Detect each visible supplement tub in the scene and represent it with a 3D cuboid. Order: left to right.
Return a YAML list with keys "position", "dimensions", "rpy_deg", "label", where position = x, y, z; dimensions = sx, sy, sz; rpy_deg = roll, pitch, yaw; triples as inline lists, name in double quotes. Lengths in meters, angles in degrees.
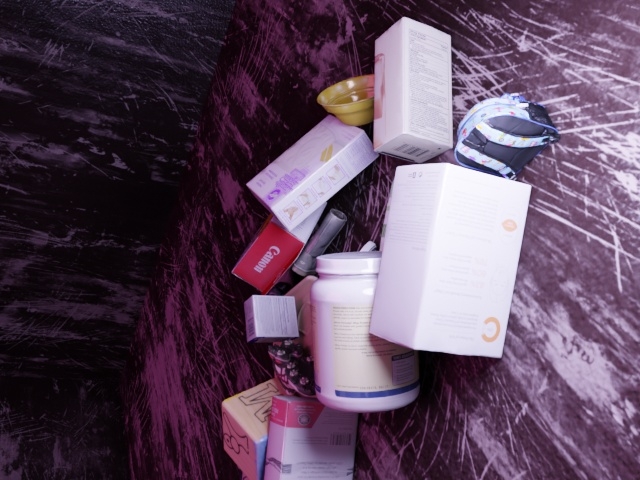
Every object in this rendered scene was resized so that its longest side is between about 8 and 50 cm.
- position: [0.097, 0.193, 1.429]
  dimensions: [0.235, 0.236, 0.324]
  rpy_deg: [4, 98, 63]
  label: "supplement tub"

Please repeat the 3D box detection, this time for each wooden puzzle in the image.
- position: [-0.047, 0.319, 1.905]
  dimensions: [0.322, 0.081, 0.347]
  rpy_deg: [-43, 50, 50]
  label: "wooden puzzle"

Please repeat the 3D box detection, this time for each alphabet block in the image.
- position: [-0.146, 0.537, 1.800]
  dimensions: [0.197, 0.194, 0.192]
  rpy_deg: [33, 129, 45]
  label: "alphabet block"

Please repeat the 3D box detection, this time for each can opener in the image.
- position: [-0.162, 0.178, 2.202]
  dimensions: [0.059, 0.073, 0.186]
  rpy_deg: [62, 158, -12]
  label: "can opener"

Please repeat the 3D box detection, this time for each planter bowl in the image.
- position: [0.106, -0.375, 1.770]
  dimensions: [0.217, 0.217, 0.090]
  rpy_deg: [44, 155, 58]
  label: "planter bowl"

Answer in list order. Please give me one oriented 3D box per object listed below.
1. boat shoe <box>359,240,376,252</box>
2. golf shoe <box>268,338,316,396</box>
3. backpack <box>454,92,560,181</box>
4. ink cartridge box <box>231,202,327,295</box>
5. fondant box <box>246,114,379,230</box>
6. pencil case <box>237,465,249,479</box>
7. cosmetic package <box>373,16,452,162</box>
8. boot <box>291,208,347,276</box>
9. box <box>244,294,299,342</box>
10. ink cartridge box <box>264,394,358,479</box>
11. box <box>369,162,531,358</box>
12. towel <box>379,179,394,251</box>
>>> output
- position: [0.104, 0.110, 1.681]
  dimensions: [0.219, 0.070, 0.078]
  rpy_deg: [-63, -17, -5]
  label: "boat shoe"
- position: [-0.056, 0.370, 1.755]
  dimensions: [0.273, 0.105, 0.120]
  rpy_deg: [-148, 49, -64]
  label: "golf shoe"
- position: [0.336, -0.206, 1.232]
  dimensions: [0.158, 0.173, 0.116]
  rpy_deg: [-51, 39, 44]
  label: "backpack"
- position: [-0.142, 0.014, 2.001]
  dimensions: [0.309, 0.130, 0.271]
  rpy_deg: [-49, 10, 45]
  label: "ink cartridge box"
- position: [-0.027, -0.200, 1.826]
  dimensions: [0.330, 0.096, 0.238]
  rpy_deg: [-41, 31, -4]
  label: "fondant box"
- position: [-0.166, 0.823, 1.868]
  dimensions: [0.183, 0.160, 0.410]
  rpy_deg: [130, 141, -59]
  label: "pencil case"
- position: [0.218, -0.352, 1.533]
  dimensions: [0.129, 0.153, 0.296]
  rpy_deg: [-21, 61, 58]
  label: "cosmetic package"
- position: [0.002, 0.001, 1.897]
  dimensions: [0.208, 0.076, 0.189]
  rpy_deg: [-62, -2, 9]
  label: "boot"
- position: [-0.143, 0.229, 1.866]
  dimensions: [0.072, 0.137, 0.126]
  rpy_deg: [-39, 52, 53]
  label: "box"
- position: [-0.028, 0.548, 1.639]
  dimensions: [0.117, 0.207, 0.282]
  rpy_deg: [-10, 72, 63]
  label: "ink cartridge box"
- position: [0.252, 0.039, 1.268]
  dimensions: [0.168, 0.215, 0.345]
  rpy_deg: [9, 89, 63]
  label: "box"
- position: [0.219, 0.010, 1.539]
  dimensions: [0.248, 0.038, 0.324]
  rpy_deg: [8, 87, 62]
  label: "towel"
